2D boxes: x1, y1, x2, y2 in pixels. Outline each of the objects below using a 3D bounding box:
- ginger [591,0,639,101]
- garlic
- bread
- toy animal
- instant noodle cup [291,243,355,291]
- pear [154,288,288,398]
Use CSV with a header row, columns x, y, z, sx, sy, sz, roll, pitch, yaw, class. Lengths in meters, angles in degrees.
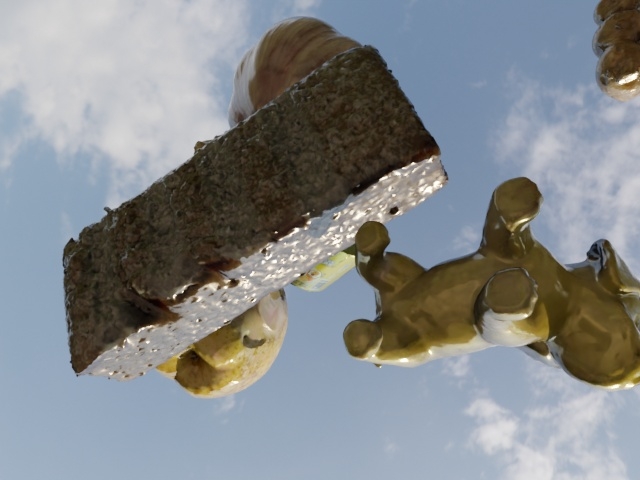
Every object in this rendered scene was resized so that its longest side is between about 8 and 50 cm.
x,y,z,sx,sy,sz,roll,pitch,yaw,class
0.470,-0.312,0.765,0.080,0.104,0.204,-11,-115,45,ginger
-0.049,-0.147,0.630,0.245,0.253,0.245,25,-49,32,garlic
-0.082,-0.024,0.509,0.417,0.113,0.165,-32,-122,9,bread
0.131,0.052,0.378,0.233,0.168,0.121,-9,-126,18,toy animal
0.000,0.000,0.976,0.205,0.205,0.153,53,-56,18,instant noodle cup
-0.185,0.144,0.875,0.271,0.271,0.271,-1,-92,27,pear
